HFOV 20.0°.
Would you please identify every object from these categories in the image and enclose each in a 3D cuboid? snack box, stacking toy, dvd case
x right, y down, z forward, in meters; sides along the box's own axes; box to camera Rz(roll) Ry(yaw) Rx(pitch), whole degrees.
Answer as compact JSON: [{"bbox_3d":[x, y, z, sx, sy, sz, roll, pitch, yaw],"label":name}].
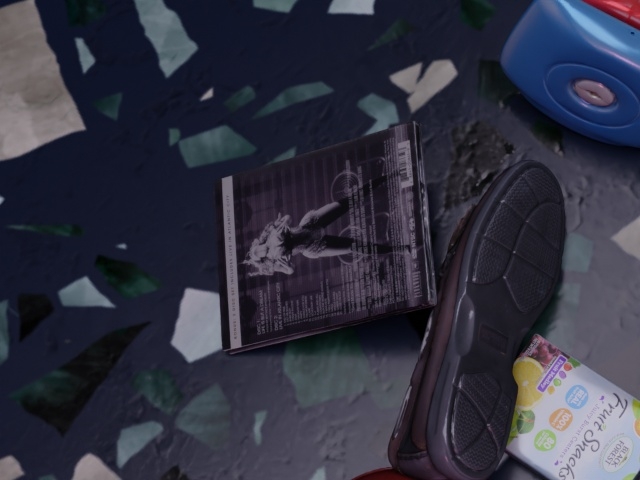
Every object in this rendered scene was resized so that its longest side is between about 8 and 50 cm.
[{"bbox_3d":[0.215,0.160,1.563,0.141,0.037,0.100,34,83,18],"label":"snack box"},{"bbox_3d":[0.297,-0.248,1.624,0.175,0.166,0.302,26,68,0],"label":"stacking toy"},{"bbox_3d":[0.000,0.000,1.609,0.221,0.018,0.165,-15,70,31],"label":"dvd case"}]

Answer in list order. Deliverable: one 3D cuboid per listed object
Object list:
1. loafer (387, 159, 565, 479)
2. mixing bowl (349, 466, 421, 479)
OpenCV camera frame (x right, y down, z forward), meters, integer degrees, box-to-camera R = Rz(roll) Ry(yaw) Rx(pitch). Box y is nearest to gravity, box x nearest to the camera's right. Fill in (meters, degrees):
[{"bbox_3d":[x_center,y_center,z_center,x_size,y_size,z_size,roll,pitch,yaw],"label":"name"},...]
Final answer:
[{"bbox_3d":[0.127,0.065,1.565,0.095,0.109,0.303,-11,51,46],"label":"loafer"},{"bbox_3d":[0.061,0.272,1.524,0.181,0.098,0.181,-2,74,8],"label":"mixing bowl"}]
